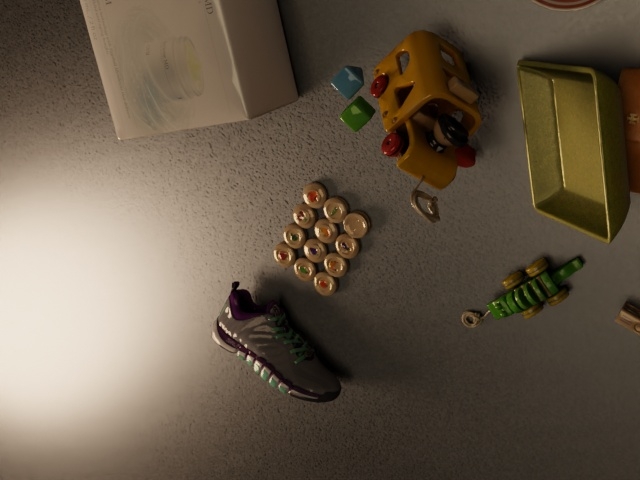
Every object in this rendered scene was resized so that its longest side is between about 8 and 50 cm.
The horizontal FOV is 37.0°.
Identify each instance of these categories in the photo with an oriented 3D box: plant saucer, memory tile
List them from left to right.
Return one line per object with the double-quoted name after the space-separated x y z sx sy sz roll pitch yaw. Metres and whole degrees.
0.000 0.000 1.348 0.113 0.012 0.148 36 122 13 "memory tile"
0.288 -0.109 1.072 0.045 0.188 0.188 -13 106 -11 "plant saucer"

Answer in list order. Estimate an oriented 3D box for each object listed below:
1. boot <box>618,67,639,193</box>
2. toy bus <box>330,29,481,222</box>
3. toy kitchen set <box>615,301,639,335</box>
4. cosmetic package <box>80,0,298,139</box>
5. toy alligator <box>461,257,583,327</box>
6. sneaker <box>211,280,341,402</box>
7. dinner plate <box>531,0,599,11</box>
0.420 -0.160 0.993 0.211 0.104 0.295 19 121 22 "boot"
0.132 -0.149 1.107 0.202 0.191 0.104 51 124 4 "toy bus"
0.397 0.083 1.120 0.075 0.068 0.083 31 120 16 "toy kitchen set"
-0.176 -0.267 1.272 0.224 0.138 0.224 -5 106 30 "cosmetic package"
0.247 0.076 1.213 0.189 0.051 0.056 -33 90 34 "toy alligator"
-0.060 0.149 1.400 0.223 0.083 0.098 29 115 18 "sneaker"
0.275 -0.327 1.063 0.141 0.017 0.141 11 114 26 "dinner plate"
